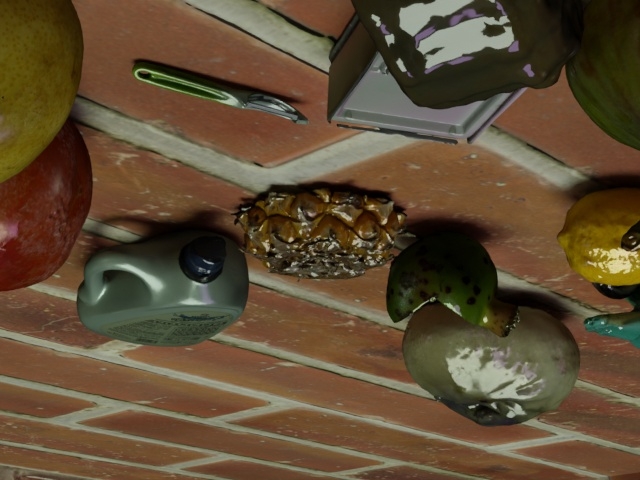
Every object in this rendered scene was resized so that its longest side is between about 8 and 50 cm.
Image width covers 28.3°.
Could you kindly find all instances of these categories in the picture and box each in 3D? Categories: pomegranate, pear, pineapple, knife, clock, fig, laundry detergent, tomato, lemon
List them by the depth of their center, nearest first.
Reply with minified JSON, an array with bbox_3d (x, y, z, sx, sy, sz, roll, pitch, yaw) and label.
[{"bbox_3d":[-0.279,-0.144,0.957,0.209,0.209,0.209,0,160,0],"label":"pear"},{"bbox_3d":[0.266,-0.095,1.007,0.149,0.245,0.149,3,153,2],"label":"fig"},{"bbox_3d":[0.100,-0.157,1.087,0.147,0.071,0.192,6,159,-15],"label":"clock"},{"bbox_3d":[-0.093,-0.140,1.208,0.184,0.026,0.022,14,116,-27],"label":"knife"},{"bbox_3d":[-0.335,-0.047,1.222,0.232,0.188,0.232,1,157,1],"label":"tomato"},{"bbox_3d":[0.345,-0.005,1.439,0.155,0.114,0.114,-4,160,0],"label":"lemon"},{"bbox_3d":[0.000,0.000,1.512,0.225,0.076,0.225,-2,161,-1],"label":"pineapple"},{"bbox_3d":[0.165,0.051,1.566,0.169,0.122,0.143,6,178,20],"label":"pomegranate"},{"bbox_3d":[-0.194,0.053,1.608,0.215,0.105,0.280,9,160,-17],"label":"laundry detergent"}]

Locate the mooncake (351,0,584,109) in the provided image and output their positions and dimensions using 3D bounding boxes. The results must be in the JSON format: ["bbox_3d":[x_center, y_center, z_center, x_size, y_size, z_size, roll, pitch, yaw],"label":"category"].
[{"bbox_3d":[0.085,-0.196,0.772,0.124,0.228,0.228,-15,156,20],"label":"mooncake"}]

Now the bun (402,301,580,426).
[{"bbox_3d":[0.251,0.181,1.875,0.273,0.168,0.273,7,159,3],"label":"bun"}]

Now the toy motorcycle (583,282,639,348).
[{"bbox_3d":[0.438,0.085,1.566,0.296,0.198,0.109,13,161,-29],"label":"toy motorcycle"}]
